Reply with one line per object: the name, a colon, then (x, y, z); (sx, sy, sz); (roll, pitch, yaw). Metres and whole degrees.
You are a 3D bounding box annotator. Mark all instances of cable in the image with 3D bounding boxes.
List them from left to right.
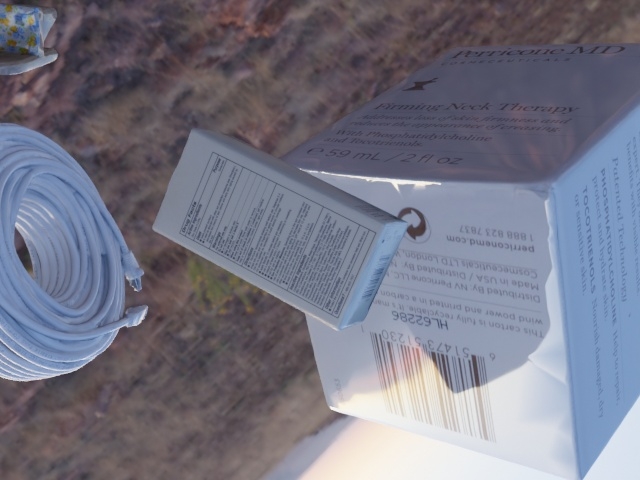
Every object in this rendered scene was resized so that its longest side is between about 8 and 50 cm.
cable: (-0.294, 0.011, 0.935); (0.089, 0.257, 0.257); (-18, -169, 19)

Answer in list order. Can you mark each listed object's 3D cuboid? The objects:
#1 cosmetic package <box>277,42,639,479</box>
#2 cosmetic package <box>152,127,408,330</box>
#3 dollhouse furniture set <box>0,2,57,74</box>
cosmetic package: (0.212, -0.008, 1.057); (0.393, 0.329, 0.328); (-38, 124, -43)
cosmetic package: (-0.021, -0.007, 0.472); (0.060, 0.115, 0.041); (-65, 162, 11)
dollhouse furniture set: (-0.585, -0.421, 1.246); (0.256, 0.394, 0.362); (-61, 157, -68)
